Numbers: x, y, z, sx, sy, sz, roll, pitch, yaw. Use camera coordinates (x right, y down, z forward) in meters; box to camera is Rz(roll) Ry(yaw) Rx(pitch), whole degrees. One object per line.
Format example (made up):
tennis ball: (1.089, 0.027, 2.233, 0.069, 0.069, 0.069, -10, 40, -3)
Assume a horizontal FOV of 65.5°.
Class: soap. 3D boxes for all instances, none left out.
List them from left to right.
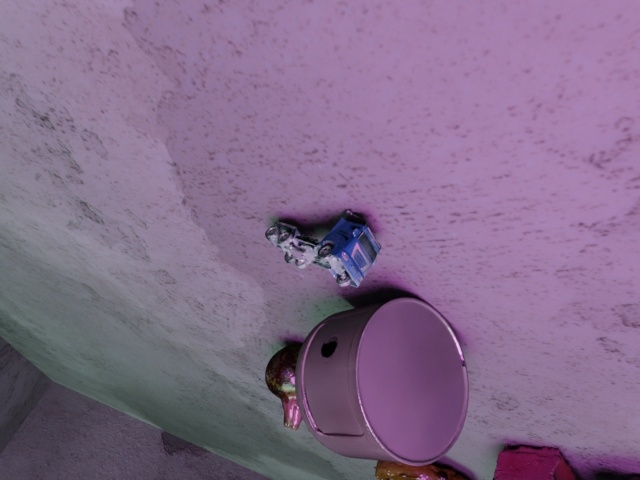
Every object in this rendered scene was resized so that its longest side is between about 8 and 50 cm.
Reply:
soap: (0.459, 0.559, 1.046, 0.182, 0.112, 0.289, -10, 120, 46)

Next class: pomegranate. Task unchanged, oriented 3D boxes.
pomegranate: (-0.053, 0.301, 1.041, 0.138, 0.163, 0.125, 18, 179, -22)

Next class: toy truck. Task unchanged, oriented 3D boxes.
toy truck: (0.000, 0.000, 0.677, 0.175, 0.081, 0.067, 18, 150, 47)

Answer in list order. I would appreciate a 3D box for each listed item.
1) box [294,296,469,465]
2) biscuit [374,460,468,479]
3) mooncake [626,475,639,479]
box: (0.091, 0.209, 0.747, 0.226, 0.226, 0.149, 40, 144, -21)
biscuit: (0.287, 0.658, 1.375, 0.295, 0.075, 0.296, 14, 148, 9)
mooncake: (0.575, 0.579, 0.901, 0.306, 0.306, 0.154, 41, -178, -23)
